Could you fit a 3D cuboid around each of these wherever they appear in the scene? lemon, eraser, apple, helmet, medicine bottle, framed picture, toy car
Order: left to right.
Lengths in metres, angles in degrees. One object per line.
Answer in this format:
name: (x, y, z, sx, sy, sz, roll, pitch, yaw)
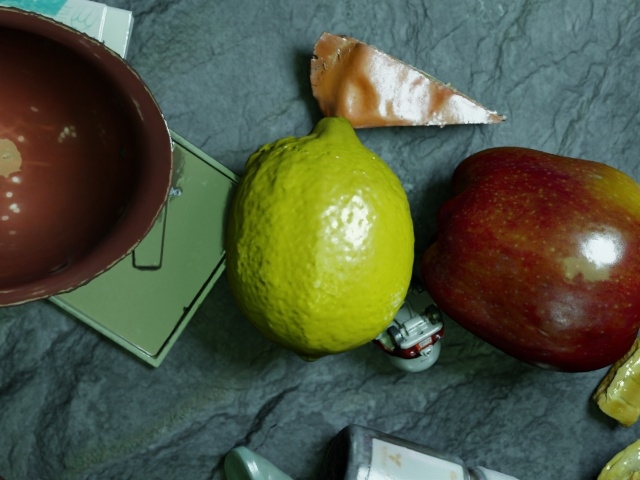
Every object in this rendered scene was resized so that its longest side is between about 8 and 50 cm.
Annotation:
helmet: (-0.385, -0.103, 1.032, 0.385, 0.230, 0.337, -7, 98, -15)
eraser: (-0.365, -0.277, 1.105, 0.225, 0.052, 0.095, 11, 93, -9)
framed picture: (-0.232, 0.003, 1.170, 0.211, 0.020, 0.289, 34, 91, -10)
lemon: (0.000, 0.000, 1.090, 0.245, 0.245, 0.320, 4, 94, -8)
toy car: (0.124, 0.133, 1.183, 0.112, 0.139, 0.112, -28, 117, -9)
medicine bottle: (0.141, 0.371, 1.187, 0.273, 0.165, 0.165, 19, 93, -8)
apple: (0.299, 0.026, 1.115, 0.317, 0.288, 0.288, 20, 93, 6)

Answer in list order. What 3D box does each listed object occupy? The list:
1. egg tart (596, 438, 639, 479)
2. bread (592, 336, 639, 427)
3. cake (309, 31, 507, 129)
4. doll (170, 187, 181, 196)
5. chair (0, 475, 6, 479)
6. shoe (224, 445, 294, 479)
egg tart: (0.525, 0.410, 1.272, 0.290, 0.115, 0.290, -1, 97, -6)
bread: (0.470, 0.212, 1.272, 0.074, 0.053, 0.132, 39, 88, -10)
cake: (0.118, -0.188, 1.162, 0.287, 0.098, 0.135, 16, 92, -5)
doll: (-0.241, -0.075, 1.133, 0.114, 0.039, 0.057, 17, 64, 1)
chair: (-0.587, 0.272, 1.050, 0.226, 0.226, 0.401, -42, 100, -2)
shoe: (-0.065, 0.373, 1.217, 0.078, 0.079, 0.195, -27, 92, -40)
